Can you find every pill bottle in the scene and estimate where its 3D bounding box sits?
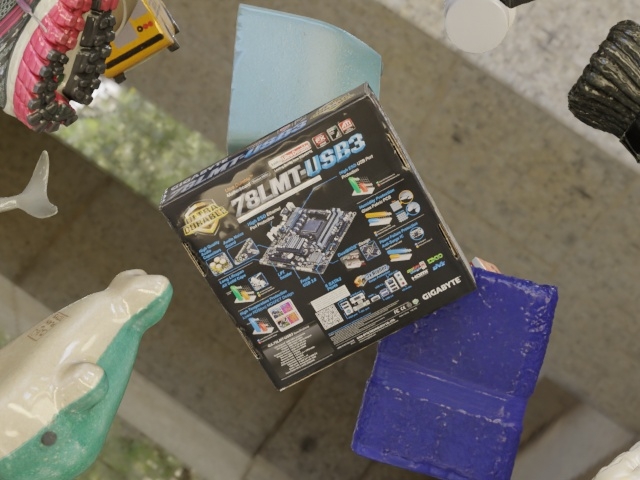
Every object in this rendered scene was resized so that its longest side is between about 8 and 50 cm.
[{"bbox_3d":[0.263,-0.394,1.930,0.119,0.119,0.208,-59,6,36],"label":"pill bottle"}]

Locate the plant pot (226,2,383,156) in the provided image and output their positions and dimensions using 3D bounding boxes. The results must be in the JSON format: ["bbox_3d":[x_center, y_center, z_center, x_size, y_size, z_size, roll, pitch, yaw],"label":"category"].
[{"bbox_3d":[-0.025,-0.236,2.032,0.248,0.252,0.247,102,172,-77],"label":"plant pot"}]

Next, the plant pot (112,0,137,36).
[{"bbox_3d":[-0.316,-0.409,1.461,0.191,0.284,0.284,-61,-3,-26],"label":"plant pot"}]

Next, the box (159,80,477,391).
[{"bbox_3d":[0.000,0.000,1.472,0.296,0.293,0.073,-28,18,9],"label":"box"}]

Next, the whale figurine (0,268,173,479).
[{"bbox_3d":[-0.254,0.148,1.247,0.272,0.141,0.216,-45,21,-19],"label":"whale figurine"}]

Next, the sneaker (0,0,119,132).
[{"bbox_3d":[-0.226,-0.247,1.028,0.299,0.112,0.121,-62,-18,13],"label":"sneaker"}]

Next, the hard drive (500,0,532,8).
[{"bbox_3d":[0.320,-0.408,1.436,0.339,0.237,0.064,-21,-50,-9],"label":"hard drive"}]

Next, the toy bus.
[{"bbox_3d":[-0.286,-0.323,1.748,0.108,0.130,0.332,-30,18,3],"label":"toy bus"}]

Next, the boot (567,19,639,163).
[{"bbox_3d":[0.404,-0.090,1.391,0.131,0.260,0.348,-51,-17,-29],"label":"boot"}]

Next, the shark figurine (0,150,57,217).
[{"bbox_3d":[-0.452,-0.059,1.365,0.166,0.278,0.116,-56,17,28],"label":"shark figurine"}]

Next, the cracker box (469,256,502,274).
[{"bbox_3d":[0.248,0.166,2.054,0.067,0.155,0.232,22,-63,-42],"label":"cracker box"}]

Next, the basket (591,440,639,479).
[{"bbox_3d":[0.441,0.309,1.093,0.331,0.328,0.266,-29,-37,-14],"label":"basket"}]

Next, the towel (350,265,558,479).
[{"bbox_3d":[0.185,0.180,1.638,0.076,0.228,0.308,-18,-57,-74],"label":"towel"}]
